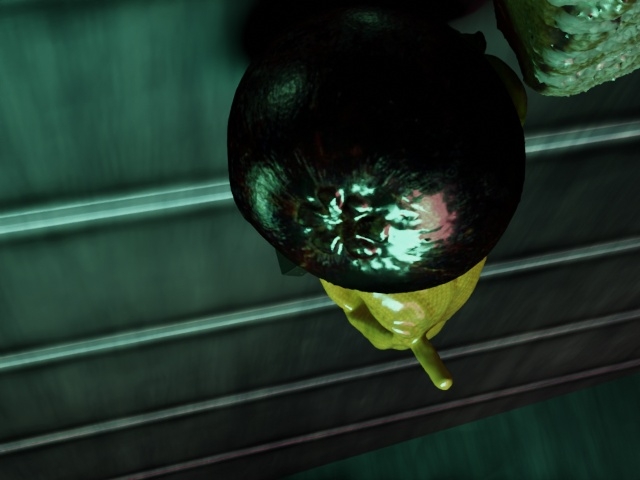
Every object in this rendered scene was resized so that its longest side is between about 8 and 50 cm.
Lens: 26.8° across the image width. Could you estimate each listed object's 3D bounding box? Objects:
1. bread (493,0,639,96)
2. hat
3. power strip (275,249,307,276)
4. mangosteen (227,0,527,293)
[{"bbox_3d":[0.182,-0.176,0.788,0.165,0.113,0.416,-25,174,8],"label":"bread"},{"bbox_3d":[0.071,0.019,1.176,0.234,0.233,0.244,-20,162,4],"label":"hat"},{"bbox_3d":[0.000,0.000,1.360,0.029,0.038,0.111,5,150,-46],"label":"power strip"},{"bbox_3d":[0.040,-0.076,0.959,0.216,0.216,0.216,-16,161,-5],"label":"mangosteen"}]
